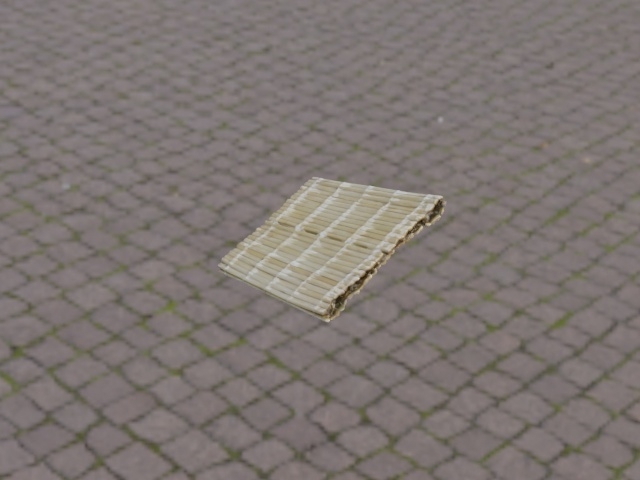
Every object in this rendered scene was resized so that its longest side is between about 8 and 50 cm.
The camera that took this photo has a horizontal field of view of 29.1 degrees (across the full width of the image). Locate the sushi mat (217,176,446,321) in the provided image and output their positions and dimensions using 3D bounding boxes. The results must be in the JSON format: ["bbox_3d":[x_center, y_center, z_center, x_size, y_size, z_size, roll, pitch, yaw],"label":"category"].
[{"bbox_3d":[0.000,0.000,1.189,0.151,0.019,0.316,-42,19,-12],"label":"sushi mat"}]
